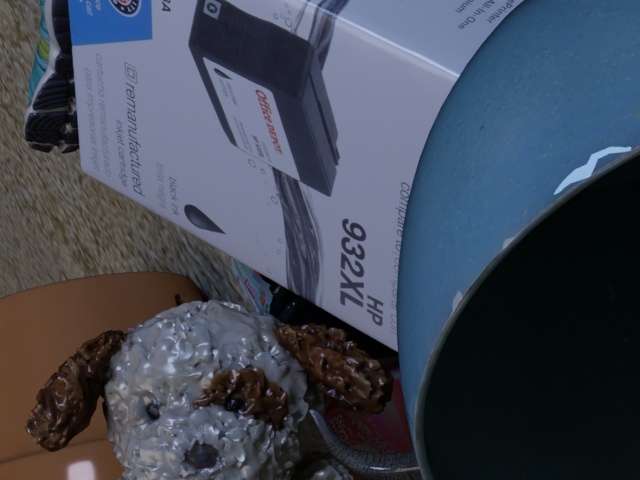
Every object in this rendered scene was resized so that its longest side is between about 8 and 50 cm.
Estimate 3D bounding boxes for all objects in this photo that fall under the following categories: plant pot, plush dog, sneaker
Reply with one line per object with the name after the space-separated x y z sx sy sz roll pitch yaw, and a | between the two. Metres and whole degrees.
-0.187 0.149 1.626 0.291 0.290 0.204 143 118 -64 | plant pot
-0.055 0.148 1.168 0.210 0.262 0.225 -55 -41 -80 | plush dog
-0.190 -0.173 1.571 0.275 0.107 0.110 111 150 -49 | sneaker
0.158 -0.016 0.841 0.195 0.290 0.290 -108 15 -44 | plant pot

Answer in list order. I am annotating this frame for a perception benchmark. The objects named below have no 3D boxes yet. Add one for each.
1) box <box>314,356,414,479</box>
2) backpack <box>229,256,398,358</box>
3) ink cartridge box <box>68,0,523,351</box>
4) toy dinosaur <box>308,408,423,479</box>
0.044 0.214 1.349 0.142 0.154 0.300 19 128 57 | box
0.000 0.000 1.272 0.182 0.152 0.115 -122 33 -44 | backpack
0.010 -0.084 1.088 0.307 0.129 0.223 29 139 24 | ink cartridge box
0.152 0.134 1.044 0.313 0.121 0.160 32 170 -14 | toy dinosaur
